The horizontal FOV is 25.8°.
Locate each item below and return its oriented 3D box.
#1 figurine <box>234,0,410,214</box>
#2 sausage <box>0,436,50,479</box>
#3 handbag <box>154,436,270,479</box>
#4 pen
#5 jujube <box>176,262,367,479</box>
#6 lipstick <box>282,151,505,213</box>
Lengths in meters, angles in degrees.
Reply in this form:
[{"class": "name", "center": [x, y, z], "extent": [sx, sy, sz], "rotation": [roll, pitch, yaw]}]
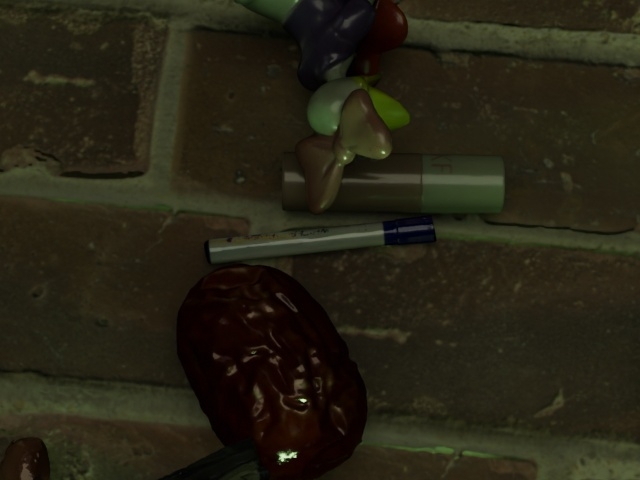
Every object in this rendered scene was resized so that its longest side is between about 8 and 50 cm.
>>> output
[{"class": "figurine", "center": [0.001, -0.240, 1.601], "extent": [0.193, 0.154, 0.420], "rotation": [-2, 60, -40]}, {"class": "sausage", "center": [-0.375, 0.347, 1.484], "extent": [0.078, 0.078, 0.304], "rotation": [28, 68, 8]}, {"class": "handbag", "center": [-0.210, 0.321, 1.332], "extent": [0.327, 0.325, 0.162], "rotation": [-22, 84, -22]}, {"class": "pen", "center": [0.000, -0.001, 1.623], "extent": [0.269, 0.033, 0.033], "rotation": [-6, 73, -2]}, {"class": "jujube", "center": [-0.054, 0.142, 1.513], "extent": [0.174, 0.174, 0.250], "rotation": [-32, 65, -10]}, {"class": "lipstick", "center": [0.083, -0.067, 1.623], "extent": [0.254, 0.070, 0.070], "rotation": [1, 73, 0]}]
